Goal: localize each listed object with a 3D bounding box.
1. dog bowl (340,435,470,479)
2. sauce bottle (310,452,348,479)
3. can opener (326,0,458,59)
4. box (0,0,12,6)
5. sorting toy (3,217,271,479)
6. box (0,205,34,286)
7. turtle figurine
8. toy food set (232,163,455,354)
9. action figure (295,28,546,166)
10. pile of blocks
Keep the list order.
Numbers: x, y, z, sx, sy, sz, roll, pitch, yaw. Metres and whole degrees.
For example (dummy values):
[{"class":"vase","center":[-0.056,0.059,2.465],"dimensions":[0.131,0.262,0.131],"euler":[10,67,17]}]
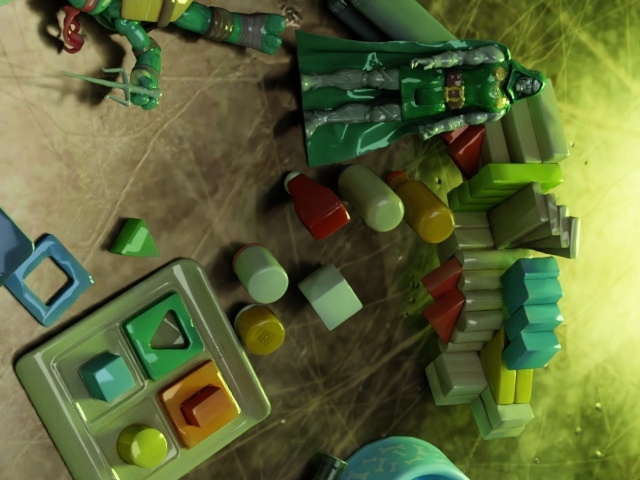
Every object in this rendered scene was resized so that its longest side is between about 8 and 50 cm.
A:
[{"class":"dog bowl","center":[0.083,0.348,1.554],"dimensions":[0.166,0.074,0.297],"euler":[4,92,-27]},{"class":"sauce bottle","center":[-0.013,0.269,1.516],"dimensions":[0.042,0.042,0.128],"euler":[31,78,-26]},{"class":"can opener","center":[0.051,-0.243,1.487],"dimensions":[0.280,0.074,0.093],"euler":[42,70,-24]},{"class":"box","center":[-0.337,-0.253,1.242],"dimensions":[0.293,0.057,0.201],"euler":[-30,142,-23]},{"class":"sorting toy","center":[-0.153,0.139,1.429],"dimensions":[0.196,0.047,0.347],"euler":[-32,108,-22]},{"class":"box","center":[-0.364,0.036,1.316],"dimensions":[0.225,0.036,0.136],"euler":[-46,112,-16]},{"class":"turtle figurine","center":[-0.137,-0.216,1.367],"dimensions":[0.234,0.118,0.175],"euler":[-12,126,-41]},{"class":"toy food set","center":[0.000,0.000,1.489],"dimensions":[0.232,0.104,0.111],"euler":[-36,124,-2]},{"class":"action figure","center":[0.098,-0.141,1.473],"dimensions":[0.232,0.063,0.137],"euler":[-6,117,0]},{"class":"pile of blocks","center":[0.164,0.023,1.527],"dimensions":[0.113,0.149,0.362],"euler":[-2,96,-27]}]
